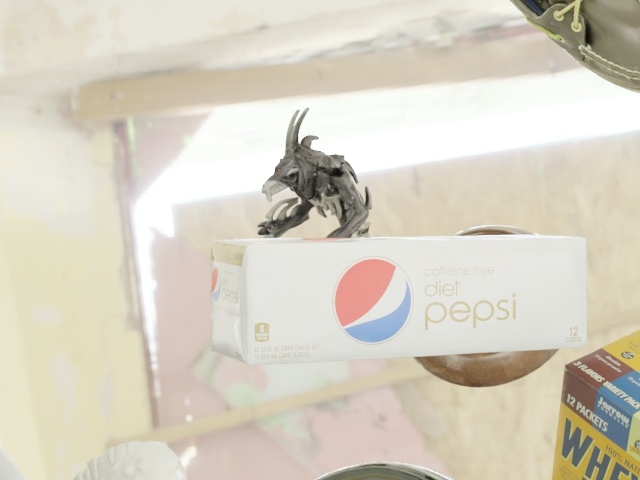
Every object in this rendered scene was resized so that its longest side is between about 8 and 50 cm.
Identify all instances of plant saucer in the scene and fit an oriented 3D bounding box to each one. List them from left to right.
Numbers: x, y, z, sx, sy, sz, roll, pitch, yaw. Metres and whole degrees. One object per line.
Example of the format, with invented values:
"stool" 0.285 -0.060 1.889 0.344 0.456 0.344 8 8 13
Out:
"plant saucer" 0.150 0.053 1.166 0.169 0.168 0.029 -10 -32 15

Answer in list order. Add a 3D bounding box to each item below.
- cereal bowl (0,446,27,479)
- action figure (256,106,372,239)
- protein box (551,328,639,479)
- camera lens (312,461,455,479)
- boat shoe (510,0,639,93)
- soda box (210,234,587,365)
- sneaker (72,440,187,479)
"cereal bowl" -0.396 0.321 1.134 0.141 0.338 0.339 -24 -15 27
"action figure" 0.000 0.000 1.391 0.141 0.275 0.164 -29 9 -18
"protein box" 0.346 0.199 1.240 0.200 0.201 0.136 -20 37 -28
"camera lens" 0.071 0.317 0.986 0.219 0.219 0.274 -11 -41 21
"boat shoe" 0.262 -0.249 1.305 0.091 0.305 0.109 11 -60 -43
"soda box" 0.047 0.032 0.751 0.216 0.069 0.074 -2 2 -21
"sneaker" -0.133 0.234 0.867 0.095 0.235 0.090 9 27 -34
